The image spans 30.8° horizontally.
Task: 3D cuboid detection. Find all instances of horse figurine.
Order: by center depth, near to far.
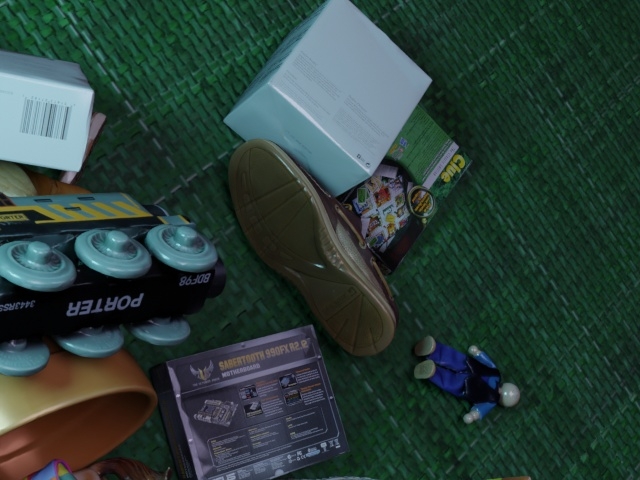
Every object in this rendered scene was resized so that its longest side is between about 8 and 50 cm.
[{"bbox_3d":[-0.286,0.334,1.319,0.263,0.066,0.174,-43,64,-16],"label":"horse figurine"}]

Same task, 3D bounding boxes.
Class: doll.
[{"bbox_3d":[0.221,0.210,1.728,0.189,0.046,0.129,24,54,-30],"label":"doll"}]

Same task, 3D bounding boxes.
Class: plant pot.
[{"bbox_3d":[-0.351,0.153,1.273,0.291,0.291,0.203,-17,69,-34],"label":"plant pot"}]

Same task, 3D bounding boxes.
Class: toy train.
[{"bbox_3d":[-0.255,0.024,1.176,0.334,0.142,0.190,-7,38,-46],"label":"toy train"}]

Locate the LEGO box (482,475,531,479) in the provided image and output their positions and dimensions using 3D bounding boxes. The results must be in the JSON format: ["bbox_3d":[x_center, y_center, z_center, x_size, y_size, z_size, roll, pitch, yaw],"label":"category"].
[{"bbox_3d":[0.200,0.617,1.498,0.372,0.193,0.500,51,57,-8],"label":"LEGO box"}]

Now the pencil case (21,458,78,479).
[{"bbox_3d":[-0.359,0.327,1.240,0.236,0.104,0.104,-29,92,-9],"label":"pencil case"}]

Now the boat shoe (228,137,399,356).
[{"bbox_3d":[0.000,0.000,1.634,0.342,0.123,0.123,52,26,-1],"label":"boat shoe"}]

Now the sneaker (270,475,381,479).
[{"bbox_3d":[-0.010,0.354,1.524,0.215,0.084,0.083,5,85,-27],"label":"sneaker"}]

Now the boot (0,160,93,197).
[{"bbox_3d":[-0.377,-0.041,1.326,0.295,0.211,0.104,14,87,-46],"label":"boot"}]

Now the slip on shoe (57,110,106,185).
[{"bbox_3d":[-0.317,-0.116,1.497,0.041,0.051,0.135,23,57,-7],"label":"slip on shoe"}]

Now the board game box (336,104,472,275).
[{"bbox_3d":[0.123,-0.082,1.771,0.136,0.030,0.259,44,58,-10],"label":"board game box"}]

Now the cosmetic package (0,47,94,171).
[{"bbox_3d":[-0.446,-0.172,1.255,0.378,0.284,0.097,9,103,-16],"label":"cosmetic package"}]

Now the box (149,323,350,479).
[{"bbox_3d":[-0.091,0.224,1.527,0.231,0.056,0.183,-12,81,-34],"label":"box"}]

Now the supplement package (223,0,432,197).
[{"bbox_3d":[0.011,-0.201,1.665,0.194,0.149,0.203,42,58,-14],"label":"supplement package"}]
